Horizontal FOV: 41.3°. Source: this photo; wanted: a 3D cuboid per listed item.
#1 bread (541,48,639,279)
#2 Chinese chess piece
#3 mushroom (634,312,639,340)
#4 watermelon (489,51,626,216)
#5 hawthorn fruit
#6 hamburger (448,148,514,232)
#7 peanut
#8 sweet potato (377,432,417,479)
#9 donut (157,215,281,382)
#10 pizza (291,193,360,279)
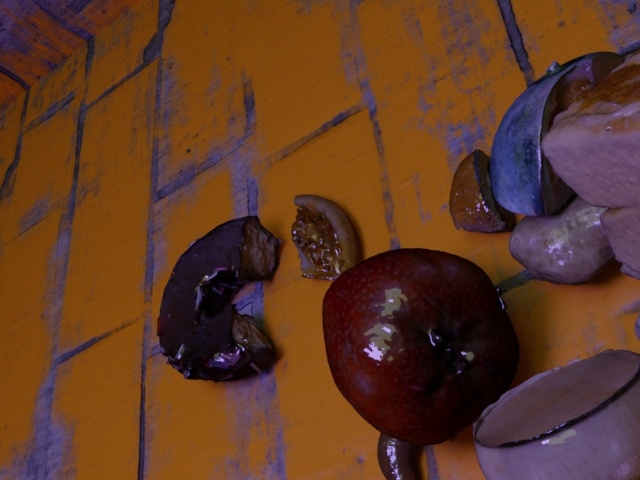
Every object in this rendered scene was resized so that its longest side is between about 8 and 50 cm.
[{"bbox_3d":[0.531,-0.136,0.995,0.371,0.279,0.390,-37,16,-15],"label":"bread"},{"bbox_3d":[0.320,0.238,1.078,0.257,0.257,0.104,-27,92,28],"label":"Chinese chess piece"},{"bbox_3d":[0.567,0.049,1.083,0.351,0.095,0.123,-29,64,28],"label":"mushroom"},{"bbox_3d":[0.349,-0.187,1.319,0.188,0.175,0.322,3,32,47],"label":"watermelon"},{"bbox_3d":[0.120,0.149,1.310,0.369,0.284,0.285,10,71,58],"label":"hawthorn fruit"},{"bbox_3d":[0.256,-0.070,1.447,0.102,0.087,0.176,-28,51,25],"label":"hamburger"},{"bbox_3d":[0.402,-0.004,1.250,0.253,0.122,0.137,-22,51,26],"label":"peanut"},{"bbox_3d":[0.119,0.350,1.322,0.068,0.068,0.226,-19,55,33],"label":"sweet potato"},{"bbox_3d":[-0.205,0.138,1.705,0.259,0.136,0.345,-26,48,31],"label":"donut"},{"bbox_3d":[0.003,-0.006,1.661,0.134,0.056,0.271,-32,45,12],"label":"pizza"}]
